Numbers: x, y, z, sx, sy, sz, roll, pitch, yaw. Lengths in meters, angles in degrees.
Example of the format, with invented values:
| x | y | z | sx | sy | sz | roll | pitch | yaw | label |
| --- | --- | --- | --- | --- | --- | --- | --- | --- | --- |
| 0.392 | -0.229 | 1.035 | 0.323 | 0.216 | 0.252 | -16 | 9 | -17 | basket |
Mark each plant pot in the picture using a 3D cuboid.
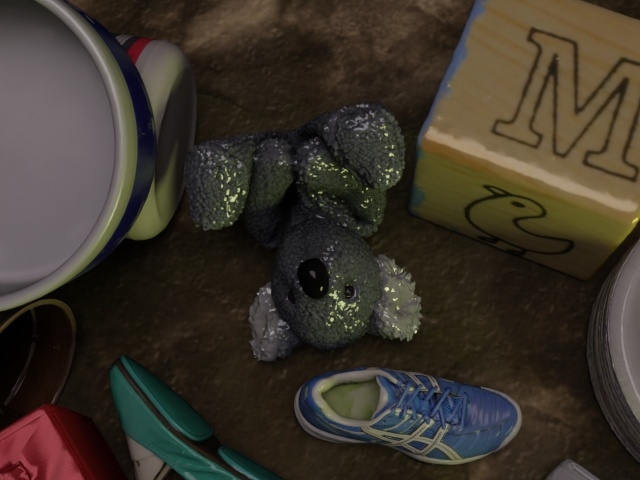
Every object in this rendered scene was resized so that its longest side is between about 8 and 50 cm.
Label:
| x | y | z | sx | sy | sz | roll | pitch | yaw | label |
| --- | --- | --- | --- | --- | --- | --- | --- | --- | --- |
| -0.338 | 0.100 | 0.898 | 0.165 | 0.167 | 0.167 | 22 | 74 | 17 | plant pot |

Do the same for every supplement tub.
| x | y | z | sx | sy | sz | roll | pitch | yaw | label |
| --- | --- | --- | --- | --- | --- | --- | --- | --- | --- |
| -0.268 | -0.112 | 0.940 | 0.272 | 0.191 | 0.191 | 10 | 73 | 4 | supplement tub |

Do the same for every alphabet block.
| x | y | z | sx | sy | sz | roll | pitch | yaw | label |
| --- | --- | --- | --- | --- | --- | --- | --- | --- | --- |
| 0.208 | -0.102 | 0.930 | 0.197 | 0.192 | 0.193 | 21 | 76 | 9 | alphabet block |

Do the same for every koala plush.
| x | y | z | sx | sy | sz | roll | pitch | yaw | label |
| --- | --- | --- | --- | --- | --- | --- | --- | --- | --- |
| 0.000 | 0.000 | 0.928 | 0.196 | 0.203 | 0.221 | -14 | 93 | 6 | koala plush |

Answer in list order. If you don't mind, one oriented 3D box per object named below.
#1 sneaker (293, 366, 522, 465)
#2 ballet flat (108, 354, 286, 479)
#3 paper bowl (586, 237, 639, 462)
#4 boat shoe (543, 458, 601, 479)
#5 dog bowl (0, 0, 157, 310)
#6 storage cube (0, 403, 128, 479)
| x | y | z | sx | sy | sz | roll | pitch | yaw | label |
| --- | --- | --- | --- | --- | --- | --- | --- | --- | --- |
| 0.080 | 0.159 | 0.903 | 0.211 | 0.081 | 0.080 | 2 | 70 | 0 | sneaker |
| -0.116 | 0.207 | 0.895 | 0.247 | 0.083 | 0.087 | 36 | 90 | 13 | ballet flat |
| 0.395 | 0.093 | 0.886 | 0.284 | 0.148 | 0.284 | -1 | 73 | 2 | paper bowl |
| 0.278 | 0.255 | 0.865 | 0.184 | 0.066 | 0.063 | 26 | 64 | 36 | boat shoe |
| -0.270 | -0.079 | 0.793 | 0.265 | 0.104 | 0.264 | 0 | 96 | 4 | dog bowl |
| -0.236 | 0.268 | 0.809 | 0.184 | 0.215 | 0.193 | -32 | 80 | -9 | storage cube |
